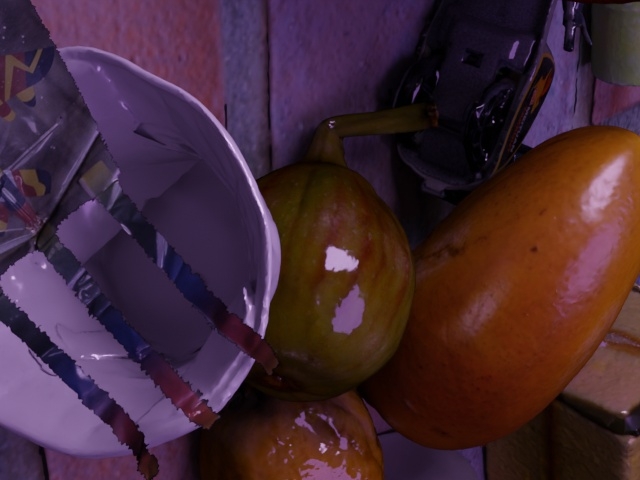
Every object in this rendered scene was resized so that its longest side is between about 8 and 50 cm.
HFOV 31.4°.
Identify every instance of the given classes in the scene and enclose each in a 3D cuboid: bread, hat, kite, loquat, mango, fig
[{"bbox_3d":[0.256,0.177,1.052,0.163,0.168,0.264,-36,136,-31],"label":"bread"},{"bbox_3d":[-0.095,0.007,0.581,0.203,0.203,0.126,-69,161,5],"label":"hat"},{"bbox_3d":[-0.128,-0.008,0.503,0.141,0.245,0.015,-43,171,-6],"label":"kite"},{"bbox_3d":[-0.019,0.146,0.776,0.137,0.113,0.137,-8,113,-20],"label":"loquat"},{"bbox_3d":[0.133,0.031,0.759,0.187,0.138,0.257,-33,163,-37],"label":"mango"},{"bbox_3d":[-0.009,0.002,0.699,0.142,0.148,0.186,18,61,-50],"label":"fig"}]

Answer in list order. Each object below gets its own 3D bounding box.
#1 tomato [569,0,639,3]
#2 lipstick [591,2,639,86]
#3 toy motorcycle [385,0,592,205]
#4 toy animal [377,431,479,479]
[{"bbox_3d":[0.137,-0.282,0.572,0.325,0.290,0.293,29,87,-35],"label":"tomato"},{"bbox_3d":[0.247,-0.269,0.877,0.076,0.076,0.304,-32,131,-34],"label":"lipstick"},{"bbox_3d":[0.136,-0.147,0.810,0.157,0.091,0.263,4,109,-57],"label":"toy motorcycle"},{"bbox_3d":[0.074,0.277,0.943,0.131,0.104,0.220,-9,116,-46],"label":"toy animal"}]
